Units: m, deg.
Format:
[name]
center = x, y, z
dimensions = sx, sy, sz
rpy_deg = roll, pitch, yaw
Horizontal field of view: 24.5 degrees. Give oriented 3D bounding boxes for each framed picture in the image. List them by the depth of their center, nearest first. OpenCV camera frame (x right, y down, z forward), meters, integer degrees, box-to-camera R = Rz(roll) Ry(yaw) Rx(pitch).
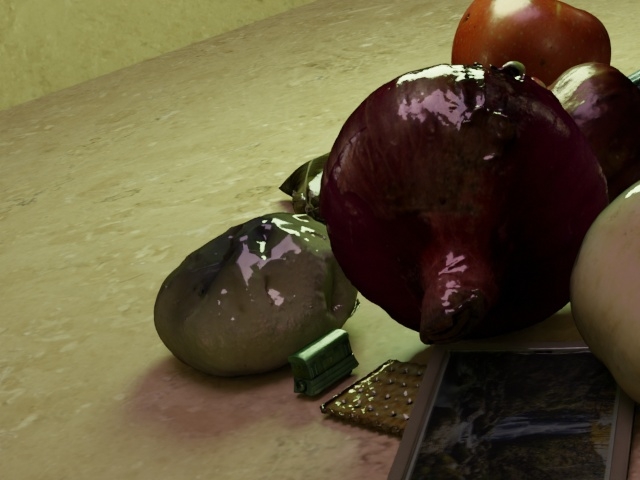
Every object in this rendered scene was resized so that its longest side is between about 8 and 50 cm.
[framed picture]
center = 0.206, 0.188, 1.528
dimensions = 0.240, 0.020, 0.324
rpy_deg = -1, 24, 18

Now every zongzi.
[zongzi]
center = -0.033, -0.066, 2.332
dimensions = 0.184, 0.084, 0.187
rpy_deg = -17, 19, 35

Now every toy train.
[toy train]
center = 0.002, 0.145, 1.756
dimensions = 0.038, 0.056, 0.093
rpy_deg = 5, 27, 46

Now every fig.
[fig]
center = 0.370, -0.110, 1.977
dimensions = 0.224, 0.224, 0.263
rpy_deg = 2, 48, 38

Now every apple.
[apple]
center = 0.341, -0.299, 2.419
dimensions = 0.260, 0.216, 0.260
rpy_deg = 24, 12, -5

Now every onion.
[onion]
center = 0.161, -0.009, 1.694
dimensions = 0.347, 0.348, 0.385
rpy_deg = -8, 34, 15

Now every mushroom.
[mushroom]
center = 0.392, 0.063, 1.527
dimensions = 0.254, 0.234, 0.260
rpy_deg = 8, 74, 41

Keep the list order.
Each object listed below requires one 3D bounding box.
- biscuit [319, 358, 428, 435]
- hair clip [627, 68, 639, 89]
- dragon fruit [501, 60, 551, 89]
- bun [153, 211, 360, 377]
[biscuit]
center = 0.111, 0.178, 1.654
dimensions = 0.203, 0.016, 0.144
rpy_deg = 7, 28, 44
[hair clip]
center = 0.512, -0.271, 2.539
dimensions = 0.275, 0.083, 0.048
rpy_deg = -21, 25, 2
[dragon fruit]
center = 0.245, -0.132, 2.176
dimensions = 0.198, 0.273, 0.218
rpy_deg = 40, 34, 10
[bun]
center = -0.087, 0.060, 1.891
dimensions = 0.273, 0.168, 0.273
rpy_deg = -19, 21, 8
